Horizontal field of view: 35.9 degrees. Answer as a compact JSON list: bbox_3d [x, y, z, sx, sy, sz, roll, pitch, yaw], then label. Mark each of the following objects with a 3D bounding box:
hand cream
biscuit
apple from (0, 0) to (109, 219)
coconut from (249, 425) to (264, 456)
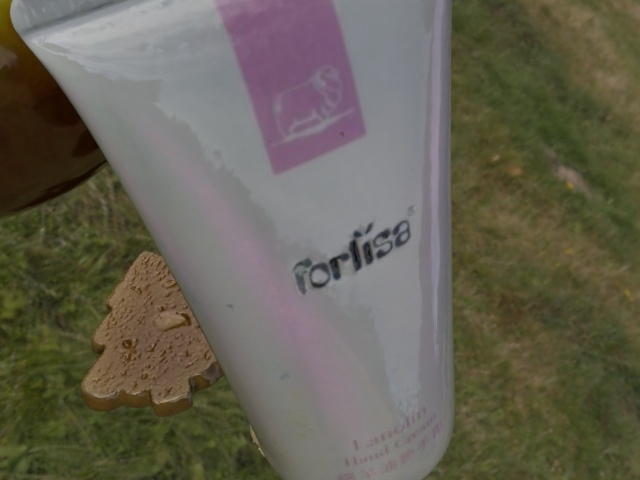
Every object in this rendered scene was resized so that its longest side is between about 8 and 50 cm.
[{"bbox_3d":[0.000,0.000,0.487,0.359,0.185,0.118,77,-15,-46],"label":"hand cream"},{"bbox_3d":[-0.194,0.110,1.209,0.041,0.212,0.239,73,-1,-49],"label":"biscuit"},{"bbox_3d":[-0.225,-0.168,0.545,0.339,0.339,0.340,34,36,-30],"label":"apple"},{"bbox_3d":[-0.001,0.134,0.826,0.110,0.110,0.125,-3,105,-55],"label":"coconut"}]
